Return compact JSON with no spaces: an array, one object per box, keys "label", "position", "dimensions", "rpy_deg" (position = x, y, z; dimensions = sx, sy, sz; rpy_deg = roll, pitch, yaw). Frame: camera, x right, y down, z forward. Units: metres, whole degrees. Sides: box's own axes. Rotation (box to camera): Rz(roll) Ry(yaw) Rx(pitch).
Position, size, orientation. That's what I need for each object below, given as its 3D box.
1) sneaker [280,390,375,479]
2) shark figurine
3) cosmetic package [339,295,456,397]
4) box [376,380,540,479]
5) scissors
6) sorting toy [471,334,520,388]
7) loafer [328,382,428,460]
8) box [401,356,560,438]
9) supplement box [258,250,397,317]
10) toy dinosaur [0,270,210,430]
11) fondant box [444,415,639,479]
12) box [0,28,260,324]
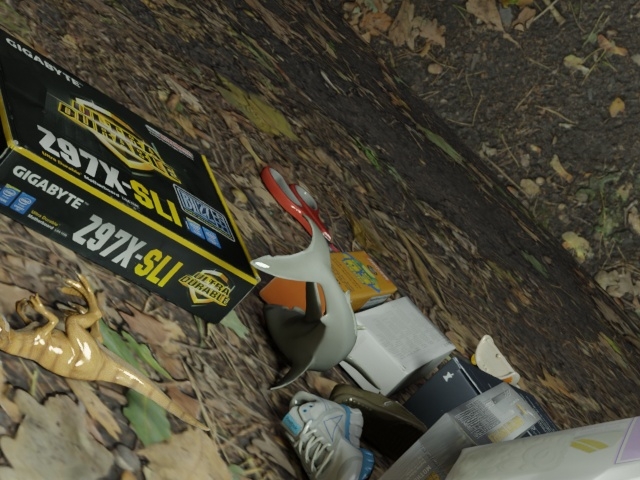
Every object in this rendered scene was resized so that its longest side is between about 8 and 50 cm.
[{"label":"sneaker","position":[-0.002,0.202,1.349],"dimensions":[0.083,0.071,0.191],"rpy_deg":[32,9,-14]},{"label":"shark figurine","position":[-0.015,0.102,1.436],"dimensions":[0.166,0.116,0.278],"rpy_deg":[48,-19,12]},{"label":"cosmetic package","position":[0.090,0.134,1.740],"dimensions":[0.099,0.060,0.239],"rpy_deg":[45,16,12]},{"label":"box","position":[0.106,0.226,1.315],"dimensions":[0.056,0.183,0.231],"rpy_deg":[47,15,13]},{"label":"scissors","position":[0.000,0.000,1.957],"dimensions":[0.109,0.021,0.297],"rpy_deg":[30,21,-46]},{"label":"sorting toy","position":[0.268,0.193,2.066],"dimensions":[0.075,0.045,0.083],"rpy_deg":[37,15,-48]},{"label":"loafer","position":[0.068,0.196,1.533],"dimensions":[0.148,0.056,0.050],"rpy_deg":[34,24,-29]},{"label":"box","position":[0.207,0.246,1.631],"dimensions":[0.207,0.108,0.153],"rpy_deg":[29,21,-48]},{"label":"supplement box","position":[0.013,0.063,1.711],"dimensions":[0.078,0.080,0.233],"rpy_deg":[49,14,12]},{"label":"toy dinosaur","position":[-0.198,0.096,1.170],"dimensions":[0.211,0.064,0.112],"rpy_deg":[24,41,-27]},{"label":"fondant box","position":[0.258,0.298,1.049],"dimensions":[0.330,0.238,0.096],"rpy_deg":[64,32,-16]},{"label":"box","position":[-0.231,-0.071,1.464],"dimensions":[0.322,0.079,0.257],"rpy_deg":[32,21,-36]}]
